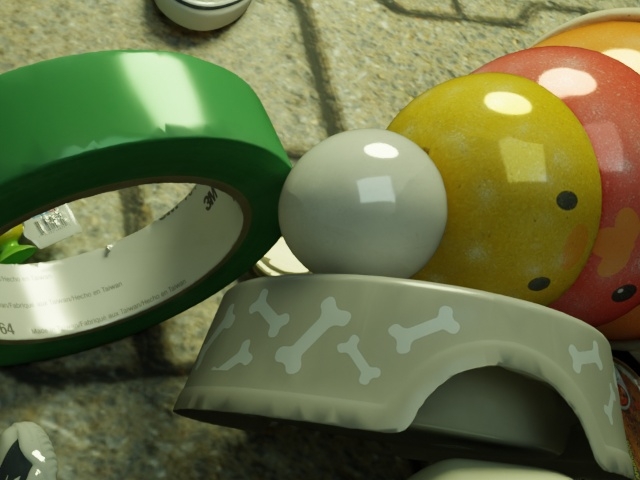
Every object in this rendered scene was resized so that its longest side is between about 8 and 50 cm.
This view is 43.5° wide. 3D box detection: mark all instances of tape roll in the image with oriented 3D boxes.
[{"bbox_3d":[-0.175,-0.009,0.613,0.321,0.321,0.077,-14,66,-29],"label":"tape roll"}]

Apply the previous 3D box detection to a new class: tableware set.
[{"bbox_3d":[0.000,0.000,0.859,0.128,0.039,0.194,43,47,21],"label":"tableware set"}]

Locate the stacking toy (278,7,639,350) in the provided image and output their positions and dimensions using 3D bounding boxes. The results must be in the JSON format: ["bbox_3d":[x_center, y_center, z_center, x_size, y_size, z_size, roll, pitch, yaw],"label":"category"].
[{"bbox_3d":[0.156,-0.031,0.701,0.479,0.350,0.351,-11,65,-41],"label":"stacking toy"}]

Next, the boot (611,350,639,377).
[{"bbox_3d":[0.501,0.154,0.916,0.280,0.096,0.264,-25,59,-18],"label":"boot"}]

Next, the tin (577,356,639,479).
[{"bbox_3d":[0.269,0.193,0.707,0.106,0.040,0.190,19,49,-34],"label":"tin"}]

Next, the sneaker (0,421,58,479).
[{"bbox_3d":[-0.273,0.241,0.562,0.153,0.094,0.235,11,67,-27],"label":"sneaker"}]

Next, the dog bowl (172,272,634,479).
[{"bbox_3d":[0.066,0.115,0.634,0.348,0.349,0.102,13,74,-15],"label":"dog bowl"}]

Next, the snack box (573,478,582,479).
[{"bbox_3d":[0.311,0.253,0.778,0.207,0.070,0.175,-13,71,-45],"label":"snack box"}]

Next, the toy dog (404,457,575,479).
[{"bbox_3d":[0.091,0.340,0.494,0.395,0.284,0.408,14,87,24],"label":"toy dog"}]

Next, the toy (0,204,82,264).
[{"bbox_3d":[-0.344,-0.073,0.747,0.136,0.056,0.237,-29,80,-37],"label":"toy"}]

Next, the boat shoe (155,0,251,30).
[{"bbox_3d":[-0.088,-0.419,1.000,0.135,0.156,0.367,30,53,-3],"label":"boat shoe"}]
